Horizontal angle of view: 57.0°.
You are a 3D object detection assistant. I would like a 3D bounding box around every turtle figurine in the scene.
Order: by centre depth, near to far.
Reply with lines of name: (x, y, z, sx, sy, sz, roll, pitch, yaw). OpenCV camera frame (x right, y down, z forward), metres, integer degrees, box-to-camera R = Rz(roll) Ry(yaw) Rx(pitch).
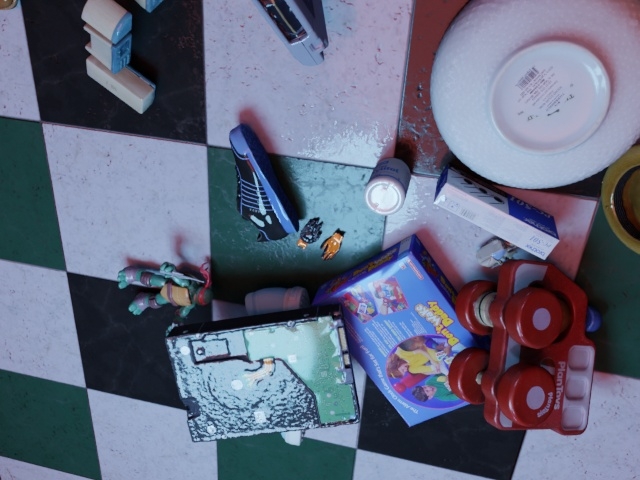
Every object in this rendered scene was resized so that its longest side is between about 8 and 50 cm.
turtle figurine: (-0.309, 0.116, 1.234, 0.234, 0.118, 0.175, 4, 106, 29)

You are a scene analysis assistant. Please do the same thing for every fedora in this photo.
fedora: (0.530, -0.065, 0.915, 0.079, 0.194, 0.194, -18, 116, -17)

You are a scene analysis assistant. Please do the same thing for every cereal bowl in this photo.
cereal bowl: (0.331, -0.223, 0.874, 0.339, 0.141, 0.338, 6, 119, 11)

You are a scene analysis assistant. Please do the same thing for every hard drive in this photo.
hard drive: (-0.106, 0.258, 1.141, 0.339, 0.064, 0.236, -9, 105, 7)

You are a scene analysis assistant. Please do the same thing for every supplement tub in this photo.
supplement tub: (0.116, -0.094, 1.015, 0.071, 0.107, 0.070, 6, 118, 11)

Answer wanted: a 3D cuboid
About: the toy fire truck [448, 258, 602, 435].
toy fire truck: (0.383, 0.189, 1.040, 0.254, 0.169, 0.301, 8, 88, -24)

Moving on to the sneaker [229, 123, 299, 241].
sneaker: (-0.125, -0.097, 1.092, 0.091, 0.081, 0.232, -20, 112, 15)

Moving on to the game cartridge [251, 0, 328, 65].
game cartridge: (-0.079, -0.400, 0.802, 0.060, 0.195, 0.294, -16, 149, 22)

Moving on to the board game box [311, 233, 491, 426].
board game box: (0.181, 0.187, 1.163, 0.233, 0.078, 0.347, -30, 106, 26)

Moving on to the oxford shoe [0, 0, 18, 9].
oxford shoe: (-0.643, -0.460, 1.042, 0.212, 0.076, 0.076, 21, 118, 1)

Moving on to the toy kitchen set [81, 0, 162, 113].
toy kitchen set: (-0.303, -0.355, 1.016, 0.122, 0.166, 0.207, 37, 156, -6)

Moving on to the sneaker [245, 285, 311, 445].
sneaker: (-0.093, 0.262, 1.252, 0.150, 0.135, 0.365, 3, 106, 14)

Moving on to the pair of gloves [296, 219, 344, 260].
pair of gloves: (0.000, 0.000, 1.152, 0.083, 0.010, 0.074, 31, 122, 0)

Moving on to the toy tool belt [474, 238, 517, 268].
toy tool belt: (0.326, 0.021, 1.062, 0.051, 0.052, 0.083, 27, 130, -37)

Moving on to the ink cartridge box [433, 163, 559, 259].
ink cartridge box: (0.295, -0.051, 0.997, 0.207, 0.097, 0.046, 27, 120, 0)
